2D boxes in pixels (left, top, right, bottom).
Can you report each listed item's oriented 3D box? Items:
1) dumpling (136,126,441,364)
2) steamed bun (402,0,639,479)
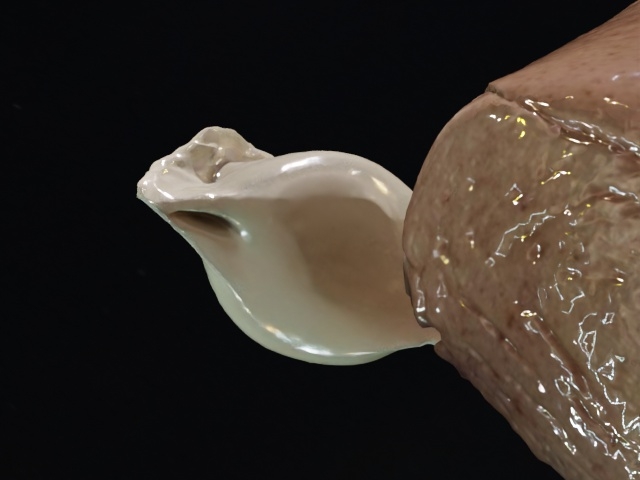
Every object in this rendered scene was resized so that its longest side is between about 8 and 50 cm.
[{"bbox_3d":[0.000,0.000,1.173,0.229,0.151,0.124,30,-70,-13],"label":"dumpling"},{"bbox_3d":[0.203,0.007,0.770,0.301,0.251,0.199,36,-62,17],"label":"steamed bun"}]
